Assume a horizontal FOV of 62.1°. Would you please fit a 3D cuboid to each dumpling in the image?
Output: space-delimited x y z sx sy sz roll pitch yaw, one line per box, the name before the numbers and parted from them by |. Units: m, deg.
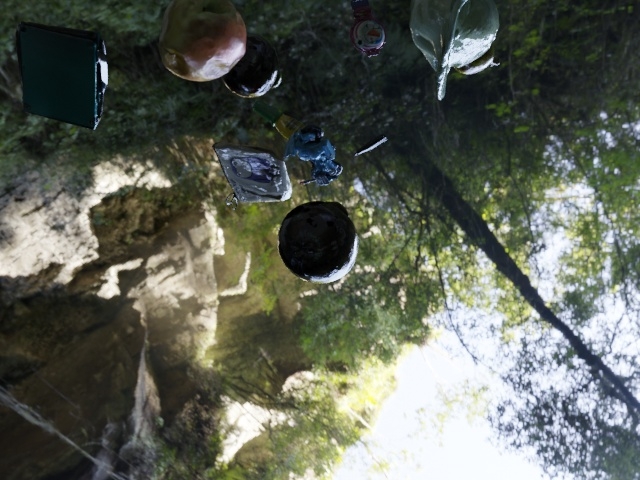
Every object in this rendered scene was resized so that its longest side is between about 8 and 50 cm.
dumpling | 0.328 -0.511 1.285 0.212 0.321 0.269 -25 -112 27

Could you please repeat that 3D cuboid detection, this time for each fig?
fig | 0.545 -0.637 1.848 0.187 0.148 0.142 21 -108 -8

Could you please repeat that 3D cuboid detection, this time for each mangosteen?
mangosteen | -0.240 -0.597 1.829 0.216 0.216 0.216 -12 -138 11
mangosteen | -0.001 0.007 1.880 0.301 0.300 0.300 -12 -138 11

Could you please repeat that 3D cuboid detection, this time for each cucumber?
cucumber | 0.215 -0.414 2.327 0.163 0.039 0.043 -31 -164 3

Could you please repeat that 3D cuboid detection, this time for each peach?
peach | -0.311 -0.512 1.355 0.235 0.214 0.214 -37 -154 43

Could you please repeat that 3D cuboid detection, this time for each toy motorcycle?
toy motorcycle | -0.035 -0.319 2.016 0.182 0.272 0.123 -13 -134 23

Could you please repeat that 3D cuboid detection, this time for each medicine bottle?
medicine bottle | -0.163 -0.513 2.334 0.309 0.076 0.111 34 -131 7

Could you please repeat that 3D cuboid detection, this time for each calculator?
calculator | -0.735 -0.473 1.520 0.249 0.273 0.058 12 -154 5

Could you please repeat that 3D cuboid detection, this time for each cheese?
cheese | 0.188 -0.878 2.185 0.155 0.244 0.062 -14 178 -7

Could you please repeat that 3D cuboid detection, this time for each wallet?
wallet | -0.249 -0.236 1.970 0.275 0.335 0.068 2 -127 12
